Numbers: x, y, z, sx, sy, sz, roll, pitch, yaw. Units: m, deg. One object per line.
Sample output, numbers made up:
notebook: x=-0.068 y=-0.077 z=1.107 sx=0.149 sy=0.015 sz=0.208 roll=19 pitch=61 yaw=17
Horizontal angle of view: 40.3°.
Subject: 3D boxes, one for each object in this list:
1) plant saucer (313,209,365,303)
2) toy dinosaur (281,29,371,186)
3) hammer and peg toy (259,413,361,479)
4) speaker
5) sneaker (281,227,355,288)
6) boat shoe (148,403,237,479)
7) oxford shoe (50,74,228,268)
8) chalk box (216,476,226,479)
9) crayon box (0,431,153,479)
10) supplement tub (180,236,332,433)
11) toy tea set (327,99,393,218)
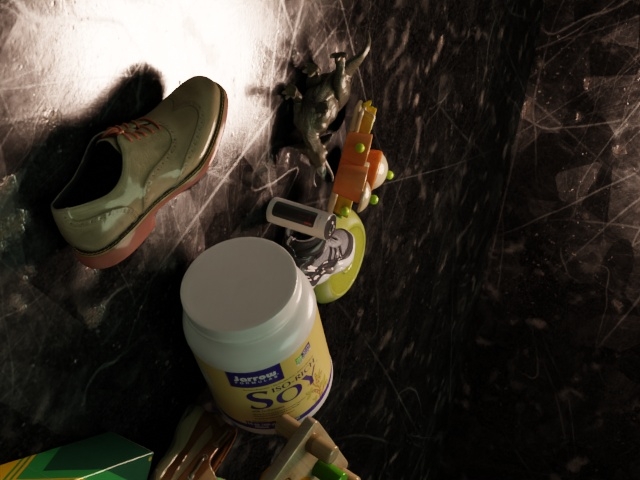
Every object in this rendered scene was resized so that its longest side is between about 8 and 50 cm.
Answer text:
plant saucer: x=0.053 y=0.043 z=2.108 sx=0.241 sy=0.037 sz=0.241 roll=-44 pitch=143 yaw=-46
toy dinosaur: x=0.006 y=-0.283 z=1.726 sx=0.160 sy=0.121 sz=0.314 roll=75 pitch=33 yaw=-70
hammer and peg toy: x=-0.043 y=0.500 z=1.618 sx=0.266 sy=0.127 sz=0.361 roll=-52 pitch=149 yaw=-19
speaker: x=-0.037 y=-0.044 z=1.729 sx=0.055 sy=0.136 sz=0.055 roll=-45 pitch=145 yaw=-45
sneaker: x=0.000 y=0.000 z=1.880 sx=0.268 sy=0.101 sz=0.153 roll=-37 pitch=141 yaw=-49
boat shoe: x=-0.235 y=0.433 z=1.553 sx=0.324 sy=0.119 sz=0.123 roll=-68 pitch=176 yaw=-47
oxford shoe: x=-0.248 y=-0.127 z=1.242 sx=0.348 sy=0.123 sz=0.130 roll=-61 pitch=148 yaw=-27
chalk box: x=-0.231 y=0.574 z=1.687 sx=0.289 sy=0.179 sz=0.180 roll=-24 pitch=127 yaw=-61
crayon box: x=-0.421 y=0.501 z=1.309 sx=0.313 sy=0.106 sz=0.363 roll=-2 pitch=108 yaw=-65
supplement tub: x=-0.114 y=0.175 z=1.587 sx=0.241 sy=0.241 sz=0.331 roll=-57 pitch=152 yaw=-31
toy tea set: x=0.099 y=-0.144 z=1.842 sx=0.336 sy=0.124 sz=0.200 roll=-75 pitch=-179 yaw=-52
